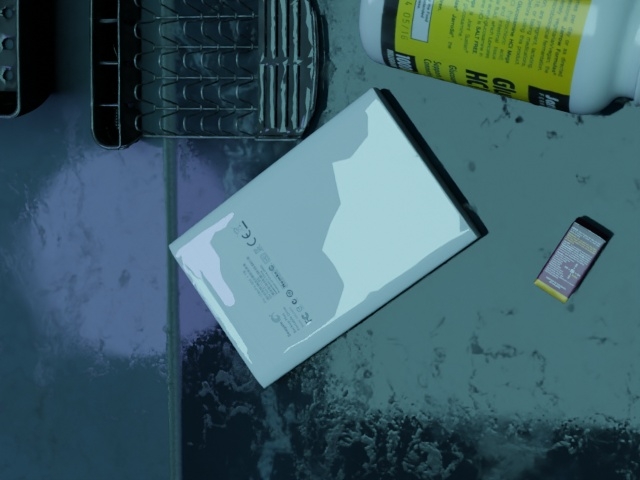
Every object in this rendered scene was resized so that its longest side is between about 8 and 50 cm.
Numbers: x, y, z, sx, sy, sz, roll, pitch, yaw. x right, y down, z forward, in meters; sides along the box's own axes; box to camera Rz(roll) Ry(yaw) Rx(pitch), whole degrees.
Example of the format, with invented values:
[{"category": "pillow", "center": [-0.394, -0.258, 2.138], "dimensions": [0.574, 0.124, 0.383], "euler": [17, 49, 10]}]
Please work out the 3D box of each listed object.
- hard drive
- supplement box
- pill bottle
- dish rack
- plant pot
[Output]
[{"category": "hard drive", "center": [0.000, 0.000, 1.484], "dimensions": [0.318, 0.040, 0.210], "euler": [-36, 84, 18]}, {"category": "supplement box", "center": [0.277, 0.021, 1.390], "dimensions": [0.043, 0.055, 0.083], "euler": [33, 104, 11]}, {"category": "pill bottle", "center": [0.224, -0.238, 1.314], "dimensions": [0.333, 0.188, 0.188], "euler": [17, 100, 16]}, {"category": "dish rack", "center": [-0.137, -0.211, 1.493], "dimensions": [0.271, 0.074, 0.208], "euler": [2, 96, 17]}, {"category": "plant pot", "center": [-0.416, -0.242, 1.526], "dimensions": [0.188, 0.167, 0.188], "euler": [2, 95, 11]}]
